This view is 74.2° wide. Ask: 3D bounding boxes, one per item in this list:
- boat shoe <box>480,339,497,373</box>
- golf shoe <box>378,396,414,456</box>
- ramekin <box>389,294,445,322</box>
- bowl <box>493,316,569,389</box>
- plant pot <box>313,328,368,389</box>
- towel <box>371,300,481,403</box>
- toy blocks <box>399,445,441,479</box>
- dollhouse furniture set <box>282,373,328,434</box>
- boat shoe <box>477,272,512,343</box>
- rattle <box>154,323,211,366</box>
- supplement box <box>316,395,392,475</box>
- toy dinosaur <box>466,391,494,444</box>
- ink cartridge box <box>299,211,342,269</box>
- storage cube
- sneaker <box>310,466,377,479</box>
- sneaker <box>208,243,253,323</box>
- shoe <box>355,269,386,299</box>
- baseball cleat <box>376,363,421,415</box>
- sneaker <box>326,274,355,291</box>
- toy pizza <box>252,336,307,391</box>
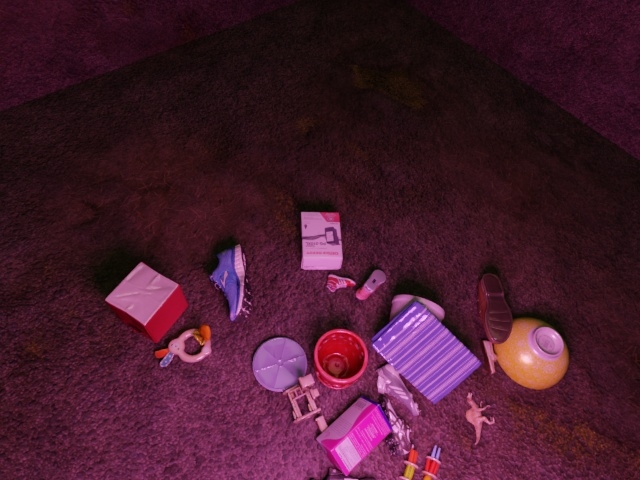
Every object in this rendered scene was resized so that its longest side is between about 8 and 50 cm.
[{"bbox_3d":[0.671,0.458,1.668,0.045,0.050,0.135,-1,59,-1],"label":"boat shoe"},{"bbox_3d":[0.265,0.650,1.494,0.094,0.077,0.198,-4,65,-23],"label":"golf shoe"},{"bbox_3d":[0.366,0.302,1.640,0.207,0.207,0.109,21,67,6],"label":"ramekin"},{"bbox_3d":[0.850,0.418,1.654,0.289,0.156,0.289,3,59,-5],"label":"bowl"},{"bbox_3d":[0.063,0.437,1.530,0.191,0.174,0.191,4,59,-6],"label":"plant pot"},{"bbox_3d":[0.380,0.407,1.543,0.336,0.040,0.243,44,101,-2],"label":"towel"},{"bbox_3d":[0.344,0.757,1.434,0.123,0.054,0.148,29,59,-1],"label":"toy blocks"},{"bbox_3d":[-0.049,0.575,1.439,0.101,0.161,0.182,-19,62,-17],"label":"dollhouse furniture set"},{"bbox_3d":[0.709,0.291,1.741,0.110,0.104,0.307,10,56,1],"label":"boat shoe"},{"bbox_3d":[-0.496,0.379,1.520,0.199,0.143,0.130,-5,78,-17],"label":"rattle"},{"bbox_3d":[0.114,0.650,1.422,0.220,0.111,0.114,-33,101,-24],"label":"supplement box"},{"bbox_3d":[0.582,0.654,1.547,0.092,0.053,0.183,-5,51,8],"label":"toy dinosaur"},{"bbox_3d":[0.000,0.000,1.833,0.172,0.100,0.237,0,59,-6],"label":"ink cartridge box"},{"bbox_3d":[-0.632,0.227,1.560,0.183,0.193,0.215,29,61,10],"label":"storage cube"},{"bbox_3d":[0.068,0.788,1.373,0.234,0.078,0.106,-10,63,-11],"label":"sneaker"},{"bbox_3d":[-0.359,0.178,1.683,0.147,0.130,0.330,-14,57,1],"label":"sneaker"},{"bbox_3d":[0.209,0.185,1.771,0.063,0.081,0.178,47,34,7],"label":"shoe"},{"bbox_3d":[0.275,0.561,1.555,0.109,0.072,0.206,-26,60,-6],"label":"baseball cleat"},{"bbox_3d":[0.083,0.187,1.763,0.118,0.042,0.067,13,54,10],"label":"sneaker"},{"bbox_3d":[-0.151,0.460,1.573,0.201,0.032,0.201,4,57,-6],"label":"toy pizza"}]
